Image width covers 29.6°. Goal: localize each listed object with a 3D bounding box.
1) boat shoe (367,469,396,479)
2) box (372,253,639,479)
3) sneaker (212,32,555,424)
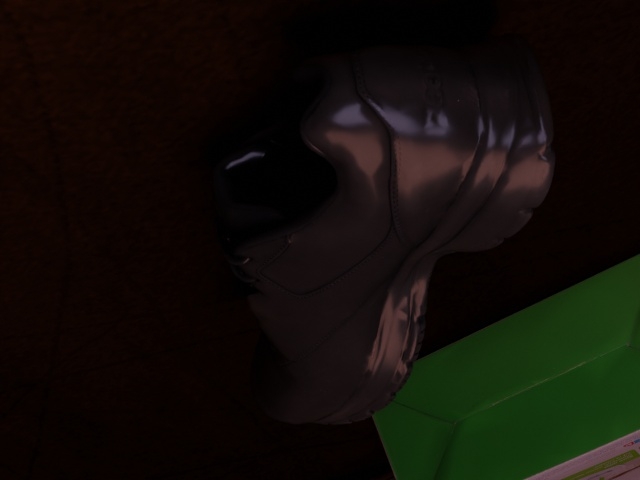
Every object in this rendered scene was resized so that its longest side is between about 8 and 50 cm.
[{"bbox_3d":[0.130,0.257,1.166,0.342,0.123,0.123,-11,155,-5],"label":"boat shoe"},{"bbox_3d":[0.206,0.141,0.977,0.262,0.127,0.231,-28,154,15],"label":"box"},{"bbox_3d":[0.000,0.000,0.603,0.130,0.109,0.286,2,141,-21],"label":"sneaker"}]
